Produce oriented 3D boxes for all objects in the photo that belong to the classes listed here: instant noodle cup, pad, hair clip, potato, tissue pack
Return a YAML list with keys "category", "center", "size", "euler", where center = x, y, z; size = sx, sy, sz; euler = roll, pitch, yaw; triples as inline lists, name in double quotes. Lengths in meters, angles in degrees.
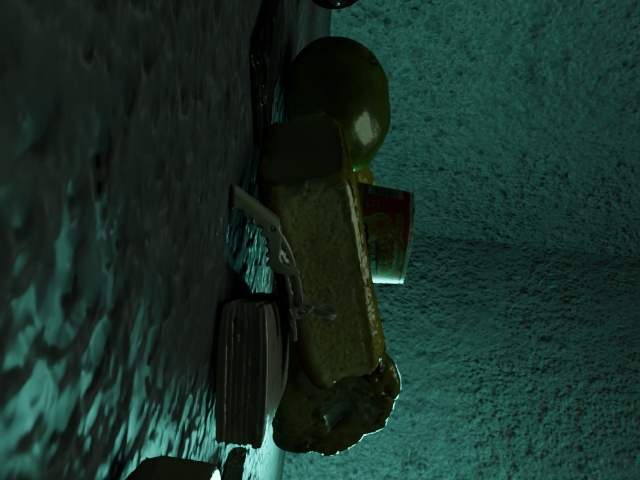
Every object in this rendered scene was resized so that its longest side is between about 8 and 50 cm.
- category: "instant noodle cup"
  center: [0.064, -0.023, 1.509]
  size: [0.294, 0.308, 0.293]
  euler: [6, 90, -88]
- category: "pad"
  center: [-0.069, -0.268, 0.879]
  size: [0.174, 0.022, 0.233]
  euler: [94, 2, -50]
- category: "hair clip"
  center: [-0.044, 0.023, 0.763]
  size: [0.034, 0.072, 0.226]
  euler: [-110, 179, -67]
- category: "potato"
  center: [0.032, -0.261, 1.175]
  size: [0.216, 0.216, 0.304]
  euler: [94, 0, -55]
- category: "tissue pack"
  center: [-0.088, 0.162, 0.866]
  size: [0.325, 0.071, 0.170]
  euler: [52, 41, -87]

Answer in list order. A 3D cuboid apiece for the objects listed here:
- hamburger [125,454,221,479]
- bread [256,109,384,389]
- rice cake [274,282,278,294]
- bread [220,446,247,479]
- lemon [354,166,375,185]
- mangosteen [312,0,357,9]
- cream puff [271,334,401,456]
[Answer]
- category: "hamburger"
  center: [-0.103, 0.211, 0.393]
  size: [0.126, 0.082, 0.141]
  euler: [98, -13, -61]
- category: "bread"
  center: [0.000, 0.000, 0.953]
  size: [0.323, 0.143, 0.333]
  euler: [-96, 175, -64]
- category: "rice cake"
  center: [-0.087, 0.219, 1.490]
  size: [0.066, 0.063, 0.336]
  euler: [-96, -172, -55]
- category: "bread"
  center: [-0.131, 0.364, 0.834]
  size: [0.193, 0.036, 0.112]
  euler: [-136, -123, -87]
- category: "lemon"
  center: [0.046, -0.164, 1.806]
  size: [0.288, 0.234, 0.233]
  euler: [85, 11, -86]
- category: "mangosteen"
  center: [0.015, -0.556, 1.264]
  size: [0.146, 0.181, 0.156]
  euler: [-40, 140, -18]
- category: "cream puff"
  center: [-0.001, 0.283, 1.325]
  size: [0.257, 0.291, 0.324]
  euler: [-125, -165, -57]
